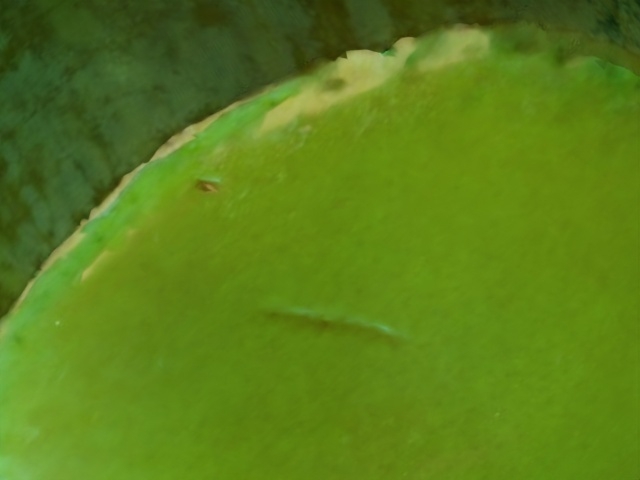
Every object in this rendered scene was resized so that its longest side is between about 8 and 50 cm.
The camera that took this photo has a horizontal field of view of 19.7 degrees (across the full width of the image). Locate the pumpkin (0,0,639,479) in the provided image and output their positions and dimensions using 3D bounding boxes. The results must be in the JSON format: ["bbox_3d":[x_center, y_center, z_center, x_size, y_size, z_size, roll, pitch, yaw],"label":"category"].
[{"bbox_3d":[0.000,0.000,0.613,0.332,0.199,0.332,-20,137,-19],"label":"pumpkin"}]
